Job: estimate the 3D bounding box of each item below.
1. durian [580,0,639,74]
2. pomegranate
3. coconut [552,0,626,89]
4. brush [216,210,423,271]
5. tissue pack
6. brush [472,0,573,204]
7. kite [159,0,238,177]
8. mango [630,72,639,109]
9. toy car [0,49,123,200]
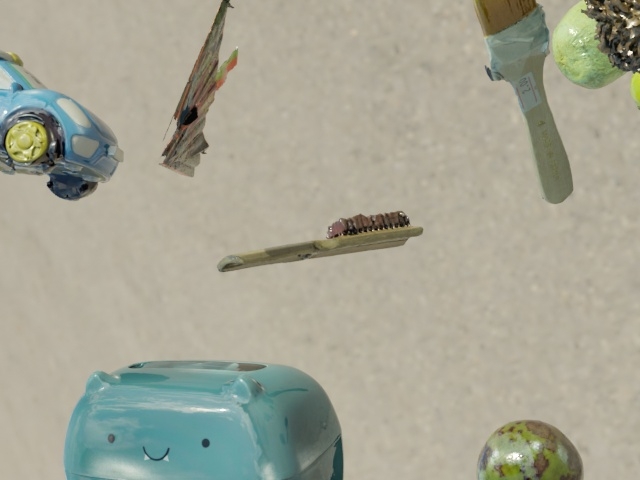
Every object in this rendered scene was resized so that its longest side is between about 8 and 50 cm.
[{"bbox_3d":[0.311,-0.212,1.367,0.167,0.196,0.196,34,-169,-35],"label":"durian"},{"bbox_3d":[0.260,0.305,2.146,0.169,0.148,0.148,-52,-49,-67],"label":"pomegranate"},{"bbox_3d":[0.279,-0.199,1.704,0.088,0.096,0.088,37,151,24],"label":"coconut"},{"bbox_3d":[0.000,0.000,1.698,0.043,0.248,0.036,-36,70,47],"label":"brush"},{"bbox_3d":[-0.126,0.223,1.822,0.198,0.287,0.206,-29,-63,-60],"label":"tissue pack"},{"bbox_3d":[0.248,-0.167,1.983,0.020,0.085,0.336,54,171,49],"label":"brush"},{"bbox_3d":[-0.102,-0.129,1.504,0.183,0.014,0.241,-61,-11,-51],"label":"kite"},{"bbox_3d":[0.326,-0.138,1.491,0.108,0.056,0.073,-12,125,37],"label":"mango"},{"bbox_3d":[-0.393,-0.151,2.112,0.198,0.314,0.166,36,-118,-75],"label":"toy car"}]
